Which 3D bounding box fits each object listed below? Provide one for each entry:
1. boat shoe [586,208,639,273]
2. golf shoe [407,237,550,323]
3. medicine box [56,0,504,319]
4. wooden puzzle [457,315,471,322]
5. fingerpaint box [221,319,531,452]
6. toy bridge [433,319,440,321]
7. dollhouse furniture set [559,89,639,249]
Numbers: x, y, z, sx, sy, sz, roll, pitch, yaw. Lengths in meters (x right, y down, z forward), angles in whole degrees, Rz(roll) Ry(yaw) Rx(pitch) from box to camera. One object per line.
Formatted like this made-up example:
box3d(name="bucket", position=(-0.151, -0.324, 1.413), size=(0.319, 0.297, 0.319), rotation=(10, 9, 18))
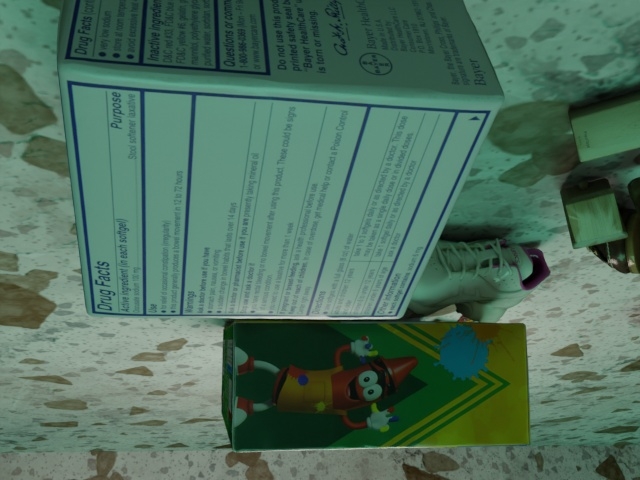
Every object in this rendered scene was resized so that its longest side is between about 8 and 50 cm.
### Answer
box3d(name="boat shoe", position=(0.361, -0.001, 0.875), size=(0.073, 0.073, 0.207), rotation=(0, -175, 28))
box3d(name="golf shoe", position=(0.195, 0.033, 0.962), size=(0.140, 0.115, 0.306), rotation=(-35, 151, 33))
box3d(name="medicine box", position=(-0.046, -0.068, 0.575), size=(0.289, 0.149, 0.264), rotation=(2, 140, -12))
box3d(name="wooden puzzle", position=(0.281, 0.135, 1.293), size=(0.049, 0.006, 0.083), rotation=(-1, 155, -8))
box3d(name="fingerpaint box", position=(0.043, 0.205, 1.065), size=(0.370, 0.163, 0.445), rotation=(1, 172, -10))
box3d(name="toy bridge", position=(0.273, 0.179, 1.362), size=(0.063, 0.026, 0.188), rotation=(-27, 147, 35))
box3d(name="dollhouse furniture set", position=(0.324, -0.100, 0.776), size=(0.144, 0.123, 0.151), rotation=(-14, 118, 19))
